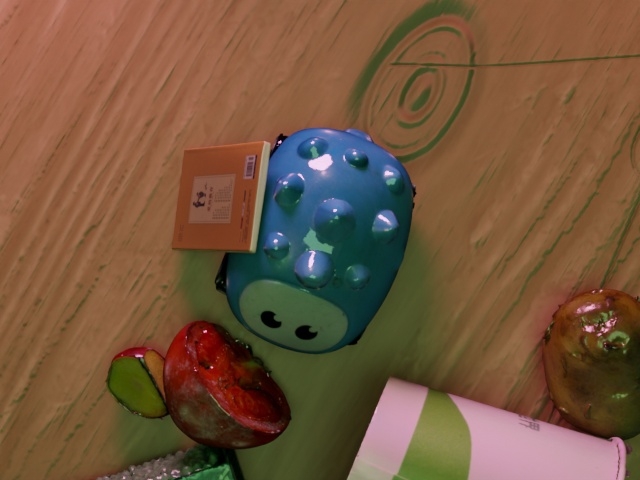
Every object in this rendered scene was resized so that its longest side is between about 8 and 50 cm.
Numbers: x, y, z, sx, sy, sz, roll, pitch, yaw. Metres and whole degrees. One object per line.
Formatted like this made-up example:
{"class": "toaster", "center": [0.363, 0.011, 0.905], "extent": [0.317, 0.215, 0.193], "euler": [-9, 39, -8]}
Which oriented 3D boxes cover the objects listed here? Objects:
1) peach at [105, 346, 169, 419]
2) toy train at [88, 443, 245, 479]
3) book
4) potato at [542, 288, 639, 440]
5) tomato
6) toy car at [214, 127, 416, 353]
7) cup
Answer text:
{"class": "peach", "center": [-0.196, 0.158, 1.412], "extent": [0.083, 0.050, 0.077], "euler": [27, 114, 7]}
{"class": "toy train", "center": [-0.184, 0.329, 1.387], "extent": [0.270, 0.115, 0.154], "euler": [-18, 98, -1]}
{"class": "book", "center": [-0.110, -0.046, 1.356], "extent": [0.012, 0.172, 0.118], "euler": [11, 85, -34]}
{"class": "potato", "center": [0.318, 0.135, 1.398], "extent": [0.137, 0.137, 0.175], "euler": [-2, 113, -2]}
{"class": "tomato", "center": [-0.118, 0.172, 1.383], "extent": [0.091, 0.139, 0.159], "euler": [-39, 88, 22]}
{"class": "toy car", "center": [0.000, 0.000, 1.348], "extent": [0.189, 0.190, 0.255], "euler": [24, 93, -4]}
{"class": "cup", "center": [0.162, 0.279, 1.343], "extent": [0.274, 0.253, 0.253], "euler": [23, 91, 4]}
